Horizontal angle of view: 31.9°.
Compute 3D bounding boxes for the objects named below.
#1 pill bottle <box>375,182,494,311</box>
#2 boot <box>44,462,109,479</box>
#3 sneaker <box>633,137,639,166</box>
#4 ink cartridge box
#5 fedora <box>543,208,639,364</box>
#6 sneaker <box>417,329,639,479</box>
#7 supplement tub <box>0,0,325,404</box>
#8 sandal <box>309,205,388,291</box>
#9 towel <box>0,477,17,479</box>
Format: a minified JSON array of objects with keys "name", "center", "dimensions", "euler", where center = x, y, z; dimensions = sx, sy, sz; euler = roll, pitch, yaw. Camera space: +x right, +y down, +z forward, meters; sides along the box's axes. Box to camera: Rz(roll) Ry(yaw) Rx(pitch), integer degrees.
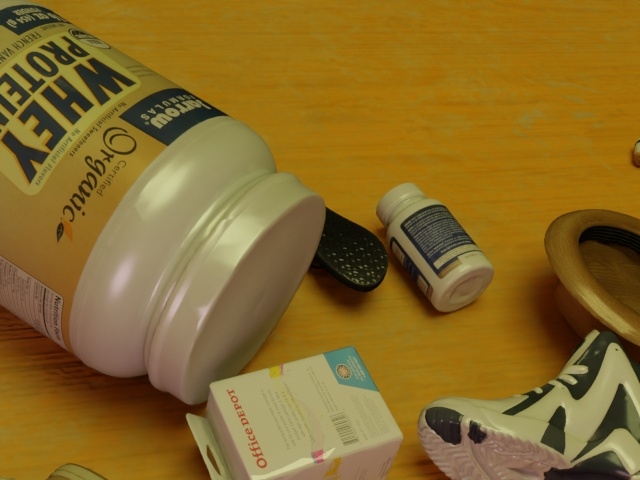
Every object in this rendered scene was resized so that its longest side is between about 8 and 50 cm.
[{"name":"pill bottle","center":[0.104,0.004,1.054],"dimensions":[0.067,0.067,0.120],"euler":[-17,55,-27]},{"name":"boot","center":[-0.166,0.285,0.713],"dimensions":[0.203,0.095,0.262],"euler":[-28,64,-32]},{"name":"sneaker","center":[0.390,-0.097,1.244],"dimensions":[0.083,0.032,0.037],"euler":[12,47,-5]},{"name":"ink cartridge box","center":[-0.026,0.157,0.865],"dimensions":[0.143,0.090,0.092],"euler":[-12,52,-23]},{"name":"fedora","center":[0.282,0.056,1.037],"dimensions":[0.194,0.079,0.194],"euler":[16,41,-15]},{"name":"sneaker","center":[0.194,0.136,0.939],"dimensions":[0.235,0.094,0.153],"euler":[11,45,-4]},{"name":"supplement tub","center":[-0.178,-0.032,0.904],"dimensions":[0.316,0.228,0.228],"euler":[31,48,14]},{"name":"sandal","center":[0.000,0.000,1.057],"dimensions":[0.067,0.040,0.179],"euler":[-17,40,-34]},{"name":"towel","center":[-0.286,0.204,0.798],"dimensions":[0.148,0.027,0.110],"euler":[14,47,-1]}]
